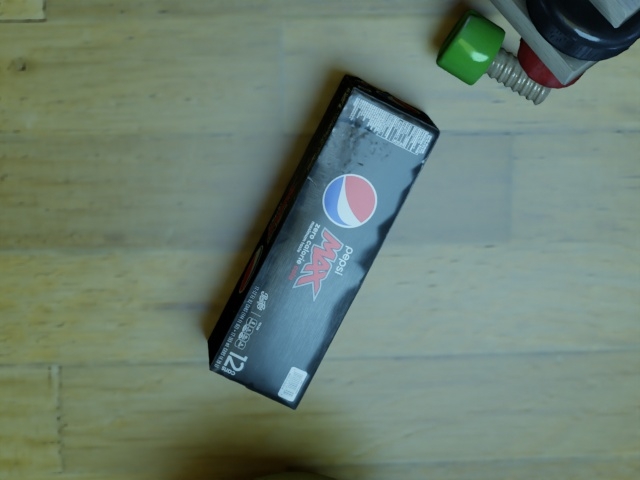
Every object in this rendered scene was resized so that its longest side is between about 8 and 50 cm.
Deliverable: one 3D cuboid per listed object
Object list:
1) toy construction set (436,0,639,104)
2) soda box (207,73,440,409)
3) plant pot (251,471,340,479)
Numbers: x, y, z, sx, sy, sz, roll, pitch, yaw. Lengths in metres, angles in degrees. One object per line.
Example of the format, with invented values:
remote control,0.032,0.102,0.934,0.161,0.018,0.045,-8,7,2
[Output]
toy construction set,0.089,-0.227,0.862,0.237,0.309,0.257,31,90,-6
soda box,0.000,0.000,1.012,0.053,0.060,0.169,27,99,-9
plant pot,-0.016,0.179,1.030,0.134,0.095,0.134,-1,102,-6
